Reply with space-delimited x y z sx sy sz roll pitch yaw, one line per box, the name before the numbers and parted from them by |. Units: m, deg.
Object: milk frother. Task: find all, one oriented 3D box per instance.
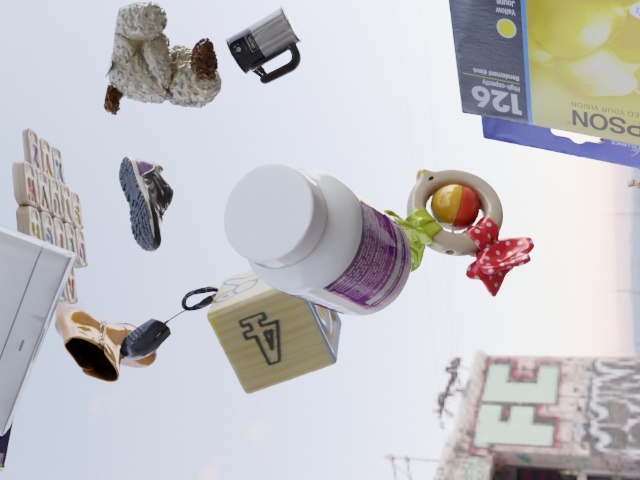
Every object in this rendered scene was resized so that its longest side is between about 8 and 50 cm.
milk frother | -0.103 -0.398 1.675 0.129 0.135 0.143 60 -168 -18

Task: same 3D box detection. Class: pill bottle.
pill bottle | 0.000 0.000 1.099 0.301 0.169 0.169 30 -119 -61

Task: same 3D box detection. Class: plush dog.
plush dog | -0.314 -0.342 1.669 0.262 0.225 0.210 142 137 -74

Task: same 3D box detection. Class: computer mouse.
computer mouse | -0.308 0.174 1.683 0.071 0.242 0.041 55 179 -37

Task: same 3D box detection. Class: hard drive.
hard drive | -0.494 0.059 0.934 0.047 0.353 0.233 -117 49 -80

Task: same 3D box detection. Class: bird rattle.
bird rattle | 0.231 -0.032 1.357 0.143 0.254 0.207 77 -158 -60

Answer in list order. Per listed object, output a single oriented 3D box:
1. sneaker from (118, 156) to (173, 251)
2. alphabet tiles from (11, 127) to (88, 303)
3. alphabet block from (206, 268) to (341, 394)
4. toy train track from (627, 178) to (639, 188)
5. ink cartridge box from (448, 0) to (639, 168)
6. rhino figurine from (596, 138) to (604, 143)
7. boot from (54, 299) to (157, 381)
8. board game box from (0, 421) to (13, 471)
sneaker | -0.427 -0.100 2.103 0.124 0.107 0.283 2 -124 -35
alphabet tiles | -0.444 -0.036 1.350 0.284 0.021 0.278 83 179 -82
alphabet block | -0.086 0.158 1.620 0.192 0.197 0.193 -73 -39 -71
toy train track | 0.481 -0.090 1.158 0.014 0.083 0.048 50 -141 -47
ink cartridge box | 0.320 -0.210 1.051 0.072 0.304 0.307 -49 -40 -32
rhino figurine | 0.606 -0.226 1.486 0.106 0.243 0.073 19 -124 -47
boot | -0.454 0.247 1.754 0.295 0.104 0.211 42 -176 -35
board game box | -0.540 0.258 1.190 0.170 0.048 0.141 16 -121 -24
